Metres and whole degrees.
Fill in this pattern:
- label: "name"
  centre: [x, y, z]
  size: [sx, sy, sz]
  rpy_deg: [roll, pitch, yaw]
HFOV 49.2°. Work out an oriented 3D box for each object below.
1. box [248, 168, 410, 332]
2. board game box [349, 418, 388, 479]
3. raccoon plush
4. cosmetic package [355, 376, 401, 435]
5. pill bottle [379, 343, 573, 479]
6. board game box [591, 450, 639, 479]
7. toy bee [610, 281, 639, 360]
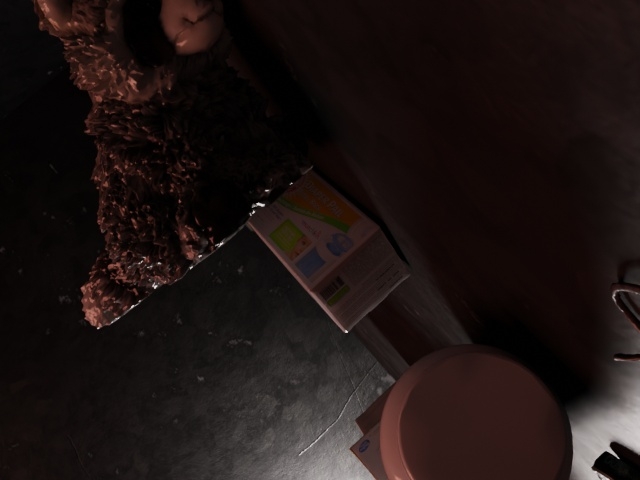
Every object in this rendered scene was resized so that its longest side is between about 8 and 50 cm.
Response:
- label: "box"
  centre: [0.000, 0.000, 0.896]
  size: [0.203, 0.114, 0.103]
  rpy_deg: [44, 174, 46]
- label: "board game box"
  centre: [0.251, 0.462, 1.408]
  size: [0.316, 0.242, 0.064]
  rpy_deg: [47, 175, 27]
- label: "raccoon plush"
  centre: [-0.226, -0.094, 0.741]
  size: [0.299, 0.446, 0.216]
  rpy_deg: [50, -154, -8]
- label: "cosmetic package"
  centre: [0.227, 0.454, 1.682]
  size: [0.156, 0.217, 0.385]
  rpy_deg: [48, 176, -2]
- label: "pill bottle"
  centre: [0.159, 0.215, 0.745]
  size: [0.188, 0.188, 0.334]
  rpy_deg: [47, 174, 20]
- label: "board game box"
  centre: [0.342, 0.286, 0.641]
  size: [0.186, 0.026, 0.126]
  rpy_deg: [50, 175, -10]
- label: "toy bee"
  centre: [0.204, 0.174, 0.292]
  size: [0.195, 0.162, 0.298]
  rpy_deg: [50, 174, -30]
